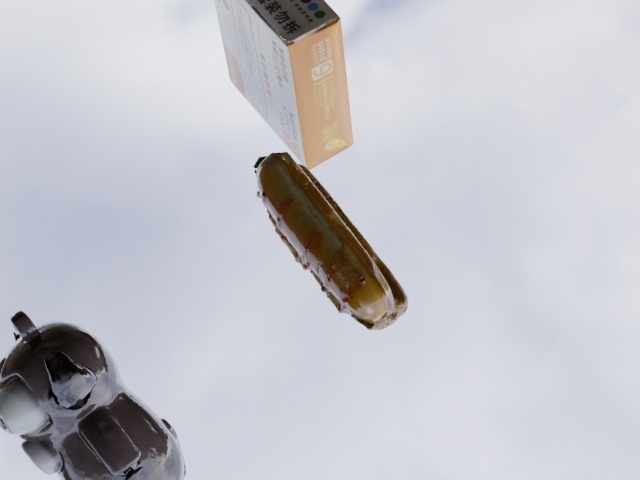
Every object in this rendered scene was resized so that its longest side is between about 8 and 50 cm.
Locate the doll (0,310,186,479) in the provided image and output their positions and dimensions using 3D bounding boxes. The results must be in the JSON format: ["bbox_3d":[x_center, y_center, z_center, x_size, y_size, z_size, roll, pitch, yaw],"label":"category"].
[{"bbox_3d":[-0.212,0.173,1.249,0.117,0.257,0.182,-43,-159,-15],"label":"doll"}]

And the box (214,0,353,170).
[{"bbox_3d":[-0.051,-0.255,1.840,0.091,0.274,0.221,-31,-123,-14],"label":"box"}]

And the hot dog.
[{"bbox_3d":[0.000,0.000,1.438,0.076,0.104,0.250,-44,-118,8],"label":"hot dog"}]
